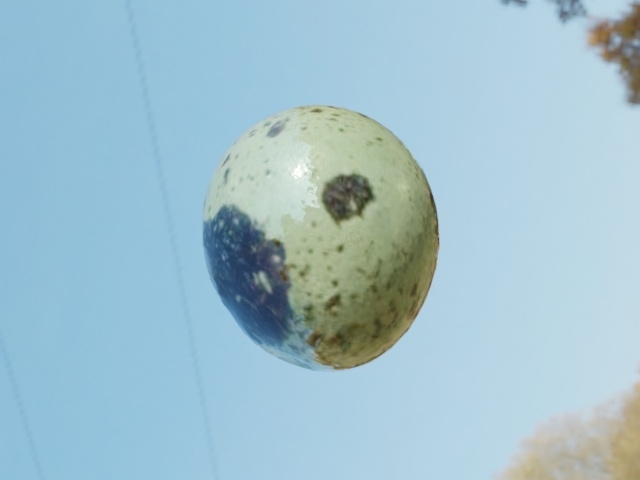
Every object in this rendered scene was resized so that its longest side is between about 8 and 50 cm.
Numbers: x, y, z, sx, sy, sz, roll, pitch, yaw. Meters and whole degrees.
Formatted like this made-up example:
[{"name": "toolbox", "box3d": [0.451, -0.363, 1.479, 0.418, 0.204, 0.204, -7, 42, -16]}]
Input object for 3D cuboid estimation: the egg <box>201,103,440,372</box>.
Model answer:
[{"name": "egg", "box3d": [0.000, 0.000, 0.516, 0.110, 0.085, 0.085, -92, -6, -46]}]
